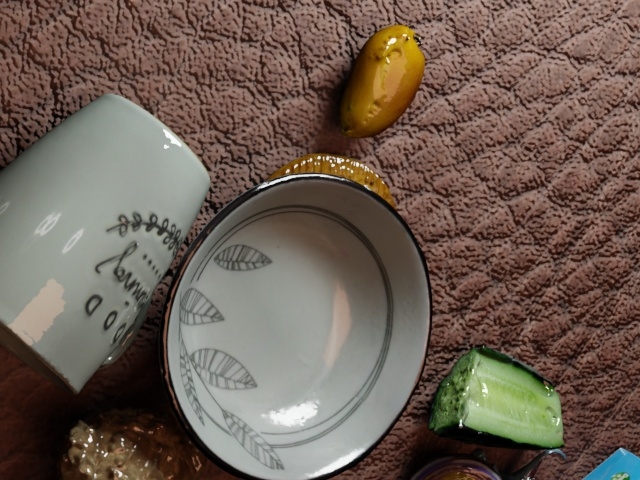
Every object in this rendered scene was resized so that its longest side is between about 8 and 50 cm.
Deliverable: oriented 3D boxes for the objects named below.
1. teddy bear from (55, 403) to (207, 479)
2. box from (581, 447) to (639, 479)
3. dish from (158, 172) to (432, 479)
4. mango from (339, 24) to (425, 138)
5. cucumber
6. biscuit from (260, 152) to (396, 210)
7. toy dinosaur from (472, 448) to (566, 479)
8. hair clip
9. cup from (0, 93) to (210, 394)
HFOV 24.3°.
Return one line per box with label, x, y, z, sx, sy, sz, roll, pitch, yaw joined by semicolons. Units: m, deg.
teddy bear;-0.227;0.312;1.465;0.246;0.223;0.296;5;146;-35
box;0.374;0.375;1.833;0.139;0.073;0.194;-37;118;-14
dish;-0.039;0.083;1.473;0.316;0.106;0.317;-6;101;-32
mango;0.060;-0.160;1.517;0.077;0.063;0.127;22;98;-36
cucumber;0.193;0.190;1.681;0.193;0.115;0.086;14;141;-35
biscuit;0.001;0.000;1.552;0.187;0.027;0.188;-8;108;-25
toy dinosaur;0.198;0.287;1.733;0.197;0.045;0.080;-29;120;-9
hair clip;0.161;0.293;1.680;0.172;0.049;0.116;1;103;-1
cup;-0.212;0.013;1.377;0.234;0.186;0.258;-50;151;-16
